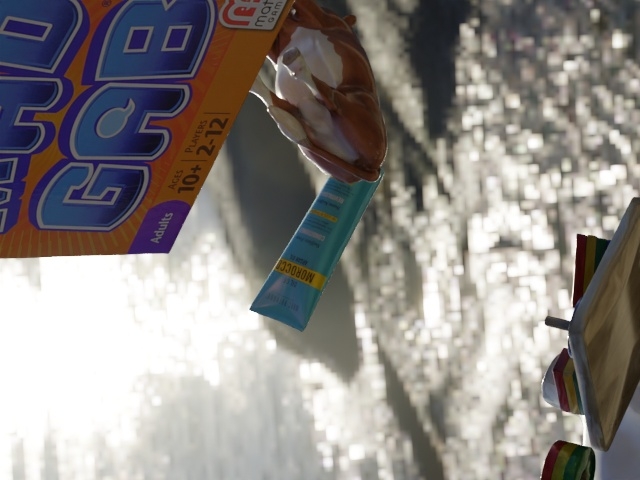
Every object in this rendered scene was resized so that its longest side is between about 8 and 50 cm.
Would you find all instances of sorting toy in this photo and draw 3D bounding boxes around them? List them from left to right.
[{"bbox_3d":[0.202,0.050,1.242,0.274,0.046,0.132,-58,-34,-34],"label":"sorting toy"}]

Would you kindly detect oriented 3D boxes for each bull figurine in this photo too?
[{"bbox_3d":[-0.012,-0.182,1.784,0.101,0.188,0.310,-42,37,15],"label":"bull figurine"}]

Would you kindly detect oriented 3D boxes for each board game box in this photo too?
[{"bbox_3d":[-0.292,-0.229,1.571,0.356,0.357,0.356,-60,44,39],"label":"board game box"}]

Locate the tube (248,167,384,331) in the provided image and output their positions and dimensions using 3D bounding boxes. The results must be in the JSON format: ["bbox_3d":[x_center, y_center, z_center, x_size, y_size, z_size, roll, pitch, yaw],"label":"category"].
[{"bbox_3d":[0.000,0.000,1.914,0.080,0.052,0.207,19,76,42],"label":"tube"}]

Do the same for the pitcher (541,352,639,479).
[{"bbox_3d":[0.305,0.180,1.490,0.207,0.178,0.125,-110,11,-46],"label":"pitcher"}]
